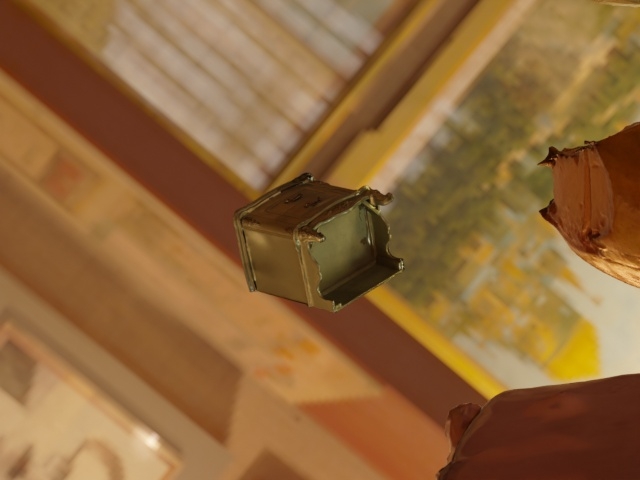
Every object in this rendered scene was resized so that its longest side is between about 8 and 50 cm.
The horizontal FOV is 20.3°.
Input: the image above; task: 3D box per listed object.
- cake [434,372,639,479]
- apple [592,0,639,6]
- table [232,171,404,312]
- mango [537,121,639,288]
[{"bbox_3d":[0.195,0.232,0.762,0.293,0.306,0.314,-11,-160,6],"label":"cake"},{"bbox_3d":[0.204,-0.315,1.244,0.233,0.295,0.257,-2,-144,27],"label":"apple"},{"bbox_3d":[0.000,0.000,1.216,0.083,0.062,0.079,14,-146,44],"label":"table"},{"bbox_3d":[0.263,-0.029,1.373,0.126,0.153,0.252,-28,-162,-11],"label":"mango"}]
